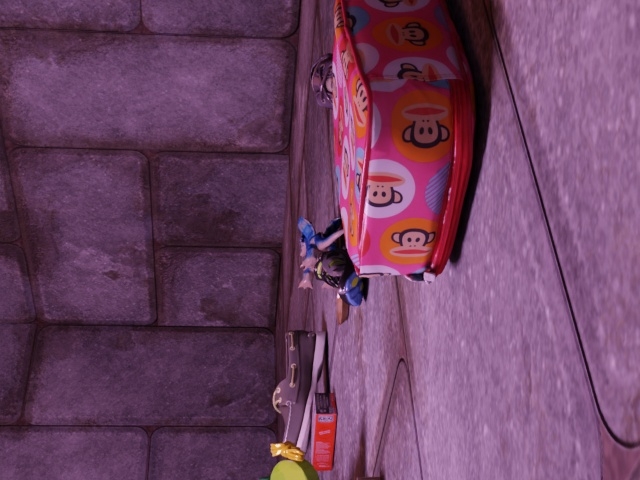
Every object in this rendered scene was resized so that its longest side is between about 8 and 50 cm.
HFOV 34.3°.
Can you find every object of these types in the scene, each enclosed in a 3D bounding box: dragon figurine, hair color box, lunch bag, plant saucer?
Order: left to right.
[{"bbox_3d":[0.000,0.000,1.959,0.289,0.085,0.144,98,171,-62],"label":"dragon figurine"},{"bbox_3d":[0.005,0.379,2.050,0.072,0.043,0.141,-97,9,-61],"label":"hair color box"},{"bbox_3d":[0.041,0.112,1.871,0.083,0.015,0.083,-178,90,-84],"label":"plant saucer"},{"bbox_3d":[0.069,-0.105,1.047,0.293,0.120,0.258,-95,8,-47],"label":"lunch bag"}]

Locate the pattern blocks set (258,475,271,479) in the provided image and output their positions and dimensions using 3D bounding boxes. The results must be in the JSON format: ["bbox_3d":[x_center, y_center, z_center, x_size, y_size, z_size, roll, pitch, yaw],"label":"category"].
[{"bbox_3d":[-0.100,0.565,1.883,0.026,0.285,0.325,-121,45,-57],"label":"pattern blocks set"}]

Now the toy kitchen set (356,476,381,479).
[{"bbox_3d":[0.051,0.372,1.409,0.083,0.068,0.075,-107,18,-74],"label":"toy kitchen set"}]

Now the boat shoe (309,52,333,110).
[{"bbox_3d":[0.032,-0.244,1.621,0.285,0.092,0.103,-107,19,-74],"label":"boat shoe"}]

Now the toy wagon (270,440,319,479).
[{"bbox_3d":[-0.036,0.476,1.578,0.267,0.068,0.344,3,91,41],"label":"toy wagon"}]

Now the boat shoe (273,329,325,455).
[{"bbox_3d":[-0.050,0.318,2.164,0.109,0.091,0.305,94,-175,-51],"label":"boat shoe"}]

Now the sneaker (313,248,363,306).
[{"bbox_3d":[0.029,0.059,1.668,0.188,0.078,0.067,-109,20,-73],"label":"sneaker"}]
